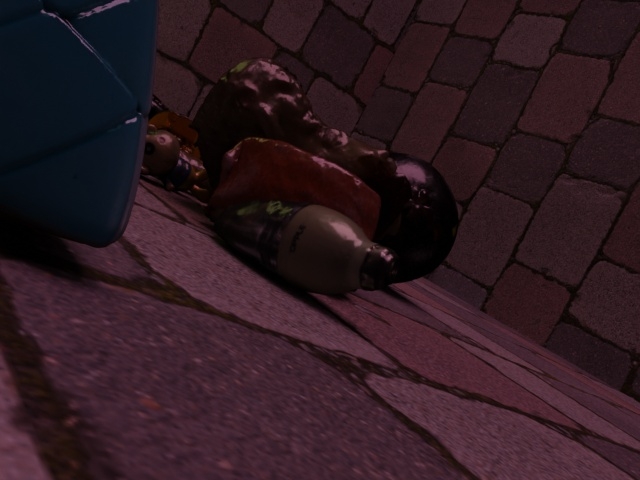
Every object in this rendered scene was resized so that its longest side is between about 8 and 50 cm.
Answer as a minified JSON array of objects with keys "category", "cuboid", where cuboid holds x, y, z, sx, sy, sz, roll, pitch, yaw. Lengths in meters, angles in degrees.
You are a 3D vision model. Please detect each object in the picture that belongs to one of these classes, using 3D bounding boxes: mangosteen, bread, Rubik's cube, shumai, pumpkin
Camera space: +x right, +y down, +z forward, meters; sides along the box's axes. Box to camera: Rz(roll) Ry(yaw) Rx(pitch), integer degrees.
[{"category":"mangosteen","cuboid":[0.142,-0.041,1.408,0.288,0.288,0.288,28,3,-2]},{"category":"bread","cuboid":[-0.032,-0.039,0.904,0.244,0.123,0.190,26,-13,-2]},{"category":"Rubik's cube","cuboid":[-0.161,-0.114,0.400,0.254,0.255,0.254,28,3,-2]},{"category":"shumai","cuboid":[-0.028,-0.092,1.043,0.283,0.217,0.346,46,-17,30]},{"category":"pumpkin","cuboid":[-0.265,-0.177,1.348,0.183,0.119,0.107,37,9,33]}]

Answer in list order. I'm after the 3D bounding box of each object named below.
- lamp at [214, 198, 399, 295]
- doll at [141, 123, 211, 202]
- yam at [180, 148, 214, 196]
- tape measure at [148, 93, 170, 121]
[{"category":"lamp","cuboid":[-0.024,0.005,0.757,0.250,0.101,0.101,17,-3,31]},{"category":"doll","cuboid":[-0.243,-0.124,1.069,0.179,0.102,0.089,21,-36,-36]},{"category":"yam","cuboid":[-0.251,-0.129,1.186,0.299,0.066,0.066,27,3,-25]},{"category":"tape measure","cuboid":[-0.442,-0.304,1.651,0.202,0.135,0.223,36,2,34]}]
